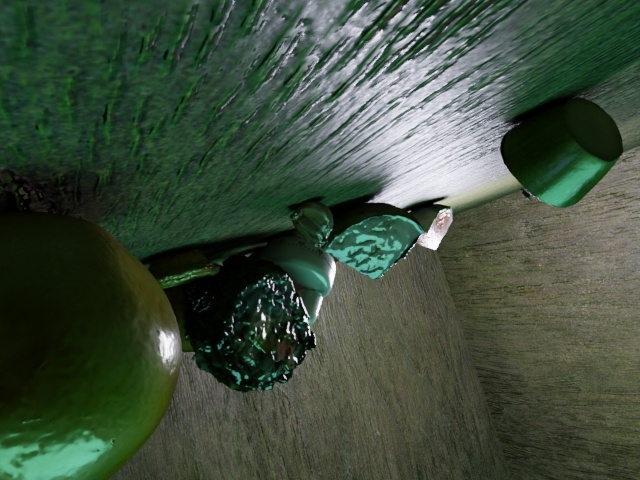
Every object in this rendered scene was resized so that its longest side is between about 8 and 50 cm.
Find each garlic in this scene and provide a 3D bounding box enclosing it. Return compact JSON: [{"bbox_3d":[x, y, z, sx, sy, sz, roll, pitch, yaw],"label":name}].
[{"bbox_3d":[-0.014,-0.040,1.013,0.074,0.094,0.113,-59,-173,-23],"label":"garlic"}]

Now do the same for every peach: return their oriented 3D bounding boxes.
[{"bbox_3d":[-0.287,0.123,0.495,0.281,0.314,0.316,15,143,-11],"label":"peach"}]

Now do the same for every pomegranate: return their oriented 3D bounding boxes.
[{"bbox_3d":[-0.348,0.192,1.430,0.281,0.281,0.281,-17,176,-1],"label":"pomegranate"}]

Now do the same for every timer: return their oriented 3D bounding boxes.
[{"bbox_3d":[-0.073,0.104,1.437,0.233,0.240,0.233,11,145,8],"label":"timer"}]

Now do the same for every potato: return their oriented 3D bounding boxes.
[{"bbox_3d":[0.100,-0.049,1.290,0.189,0.211,0.264,-54,-152,10],"label":"potato"}]

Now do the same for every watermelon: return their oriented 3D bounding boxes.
[{"bbox_3d":[0.408,-0.060,1.905,0.256,0.176,0.260,-25,153,2],"label":"watermelon"}]

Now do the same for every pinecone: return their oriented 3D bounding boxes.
[{"bbox_3d":[-0.266,0.119,1.102,0.077,0.077,0.083,-17,145,-5],"label":"pinecone"}]

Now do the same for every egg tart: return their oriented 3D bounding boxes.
[{"bbox_3d":[-0.326,0.066,1.133,0.191,0.074,0.191,-17,177,-1],"label":"egg tart"}]

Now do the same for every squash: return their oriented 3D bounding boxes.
[{"bbox_3d":[0.396,-0.145,0.807,0.170,0.170,0.123,-15,163,-28],"label":"squash"}]

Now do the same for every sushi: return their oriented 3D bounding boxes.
[{"bbox_3d":[-0.182,0.226,1.265,0.178,0.352,0.294,7,-136,36],"label":"sushi"}]

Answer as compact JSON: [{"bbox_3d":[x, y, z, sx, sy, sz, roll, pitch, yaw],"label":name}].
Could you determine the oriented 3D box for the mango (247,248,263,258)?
[{"bbox_3d":[-0.184,0.065,1.658,0.184,0.085,0.102,-33,165,36],"label":"mango"}]

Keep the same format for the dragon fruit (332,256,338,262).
[{"bbox_3d":[0.000,0.000,1.579,0.153,0.111,0.153,-13,-144,10],"label":"dragon fruit"}]
